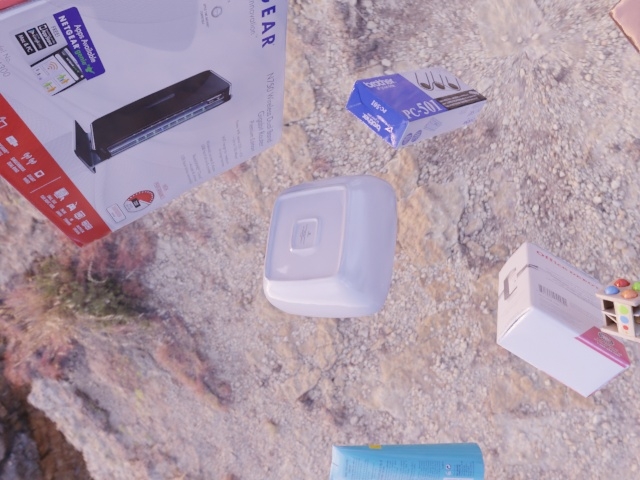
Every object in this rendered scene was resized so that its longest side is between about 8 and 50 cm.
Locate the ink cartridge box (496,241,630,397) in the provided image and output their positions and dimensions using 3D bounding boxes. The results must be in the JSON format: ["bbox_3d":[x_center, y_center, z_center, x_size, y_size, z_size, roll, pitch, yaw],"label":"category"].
[{"bbox_3d":[0.375,0.114,0.760,0.158,0.218,0.092,32,124,4],"label":"ink cartridge box"}]

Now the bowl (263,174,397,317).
[{"bbox_3d":[0.000,0.000,0.462,0.141,0.053,0.142,-4,70,36],"label":"bowl"}]

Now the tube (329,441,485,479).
[{"bbox_3d":[0.117,0.309,0.656,0.206,0.052,0.080,1,116,-3],"label":"tube"}]

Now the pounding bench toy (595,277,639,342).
[{"bbox_3d":[0.408,0.088,0.604,0.083,0.052,0.065,15,126,62],"label":"pounding bench toy"}]

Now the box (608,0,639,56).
[{"bbox_3d":[0.698,-0.475,0.756,0.143,0.191,0.381,62,160,9],"label":"box"}]

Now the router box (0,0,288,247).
[{"bbox_3d":[-0.180,-0.154,0.479,0.082,0.301,0.335,54,164,14],"label":"router box"}]

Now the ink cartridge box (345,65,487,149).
[{"bbox_3d":[0.140,-0.192,0.666,0.097,0.207,0.046,46,137,22],"label":"ink cartridge box"}]
